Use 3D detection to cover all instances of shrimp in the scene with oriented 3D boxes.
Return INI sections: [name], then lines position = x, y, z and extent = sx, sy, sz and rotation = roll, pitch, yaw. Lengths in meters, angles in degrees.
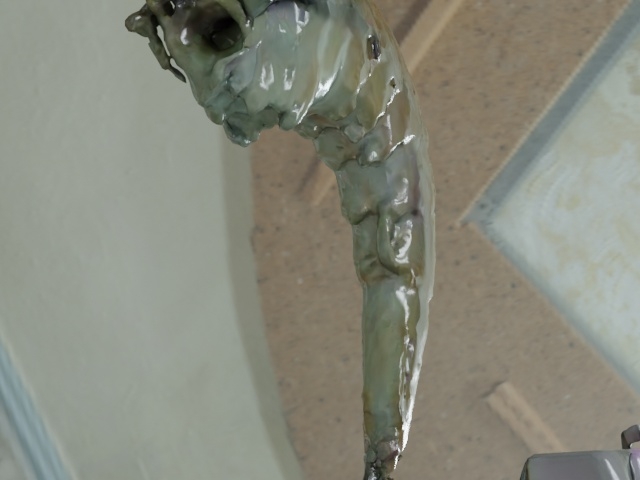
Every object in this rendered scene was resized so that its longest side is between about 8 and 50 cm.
[shrimp]
position = 0.008, -0.027, 0.657
extent = 0.068, 0.185, 0.287
rotation = -1, -62, 26

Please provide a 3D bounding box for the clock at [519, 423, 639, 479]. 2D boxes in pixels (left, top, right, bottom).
[clock]
position = 0.161, 0.200, 0.522
extent = 0.083, 0.186, 0.253
rotation = -15, -105, 39
